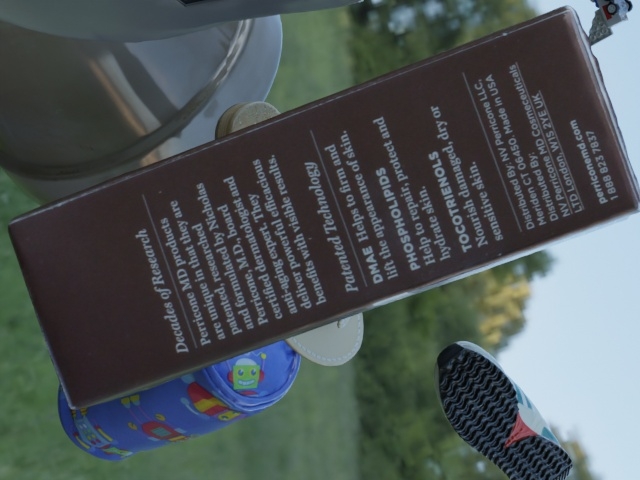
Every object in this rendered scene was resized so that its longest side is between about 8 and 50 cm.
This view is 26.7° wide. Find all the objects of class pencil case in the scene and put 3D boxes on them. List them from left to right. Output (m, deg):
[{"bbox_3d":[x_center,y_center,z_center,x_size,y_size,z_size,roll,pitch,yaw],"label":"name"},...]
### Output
[{"bbox_3d":[-0.148,0.135,1.363,0.306,0.119,0.133,-26,-129,47],"label":"pencil case"}]

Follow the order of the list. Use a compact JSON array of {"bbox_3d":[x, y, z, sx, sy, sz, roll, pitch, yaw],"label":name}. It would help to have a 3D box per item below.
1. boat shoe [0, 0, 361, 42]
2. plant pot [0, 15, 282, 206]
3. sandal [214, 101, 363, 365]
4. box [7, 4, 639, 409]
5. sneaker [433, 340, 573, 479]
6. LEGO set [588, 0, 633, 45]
[{"bbox_3d":[-0.103,-0.246,0.986,0.127,0.340,0.158,33,60,-60],"label":"boat shoe"},{"bbox_3d":[-0.239,-0.230,1.268,0.280,0.323,0.323,52,10,-49],"label":"plant pot"},{"bbox_3d":[-0.004,0.003,1.049,0.079,0.088,0.240,5,-56,50],"label":"sandal"},{"bbox_3d":[0.011,-0.015,0.903,0.191,0.381,0.143,-1,73,-79],"label":"box"},{"bbox_3d":[0.128,0.127,1.029,0.161,0.057,0.075,47,3,-29],"label":"sneaker"},{"bbox_3d":[0.234,-0.308,1.268,0.182,0.060,0.244,39,48,-29],"label":"LEGO set"}]
